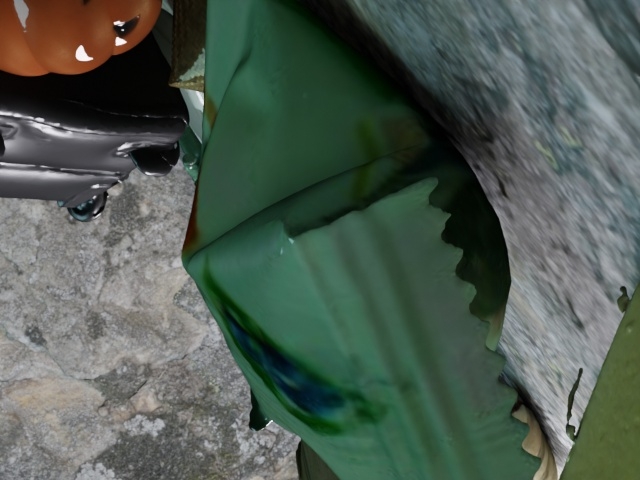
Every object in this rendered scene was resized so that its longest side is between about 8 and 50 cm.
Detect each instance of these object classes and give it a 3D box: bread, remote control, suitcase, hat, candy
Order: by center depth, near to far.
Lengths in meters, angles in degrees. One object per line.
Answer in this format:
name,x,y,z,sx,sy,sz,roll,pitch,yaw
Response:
bread,0.130,0.076,0.598,0.080,0.109,0.084,51,180,-25
candy,0.000,-0.043,0.848,0.397,0.172,0.263,-105,-3,-45
bread,0.173,0.187,1.228,0.214,0.053,0.073,64,-168,-55
hat,-0.109,-0.159,1.275,0.146,0.067,0.146,52,175,6
suitcase,-0.309,-0.195,1.315,0.345,0.188,0.339,-1,-116,-56
remote control,-0.108,-0.127,1.545,0.140,0.056,0.296,46,170,39

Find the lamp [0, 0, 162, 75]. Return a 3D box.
lamp,-0.207,-0.211,1.112,0.187,0.188,0.163,48,158,41

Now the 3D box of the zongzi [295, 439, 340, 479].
zongzi,0.111,0.333,1.337,0.447,0.181,0.418,61,-164,-58

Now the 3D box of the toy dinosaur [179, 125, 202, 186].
toy dinosaur,-0.146,-0.104,1.927,0.292,0.079,0.120,55,174,12
